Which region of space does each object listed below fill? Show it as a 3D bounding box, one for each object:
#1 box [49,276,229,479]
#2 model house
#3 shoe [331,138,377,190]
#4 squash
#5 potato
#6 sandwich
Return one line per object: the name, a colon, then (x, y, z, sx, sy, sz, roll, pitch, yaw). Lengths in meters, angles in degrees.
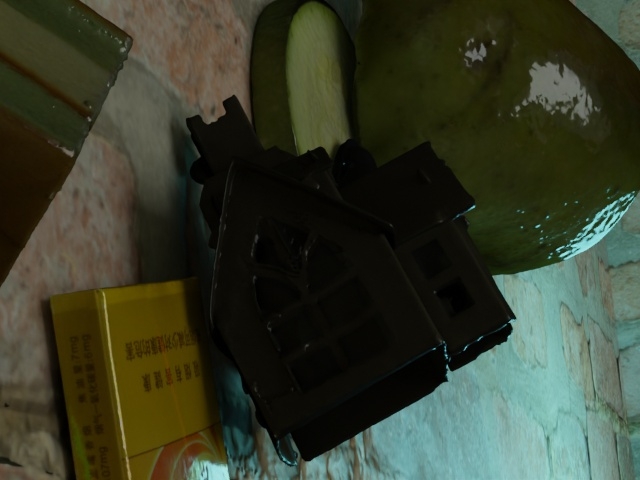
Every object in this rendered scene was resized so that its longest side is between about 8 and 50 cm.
box: (-0.096, 0.159, 0.858, 0.152, 0.043, 0.269, -7, 87, -72)
model house: (0.000, 0.000, 0.994, 0.243, 0.204, 0.211, 61, -3, 15)
shoe: (0.036, -0.027, 1.192, 0.062, 0.053, 0.159, 62, 30, -33)
squash: (-0.001, -0.097, 1.272, 0.252, 0.048, 0.252, -10, 90, -70)
potato: (0.177, -0.140, 1.353, 0.280, 0.212, 0.330, 3, 80, -60)
sandwich: (-0.203, -0.073, 0.693, 0.187, 0.144, 0.117, 34, 37, -16)
